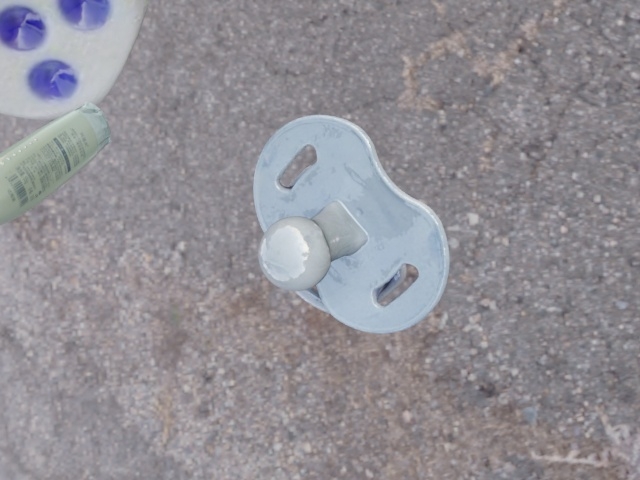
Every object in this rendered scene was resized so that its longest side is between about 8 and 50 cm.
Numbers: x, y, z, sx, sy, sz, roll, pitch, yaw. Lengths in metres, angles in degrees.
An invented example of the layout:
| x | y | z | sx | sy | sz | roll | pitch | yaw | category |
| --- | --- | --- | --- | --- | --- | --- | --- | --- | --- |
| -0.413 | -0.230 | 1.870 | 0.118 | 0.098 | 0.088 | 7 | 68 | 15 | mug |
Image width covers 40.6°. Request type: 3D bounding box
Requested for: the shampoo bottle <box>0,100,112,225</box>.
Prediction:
| x | y | z | sx | sy | sz | roll | pitch | yaw | category |
| --- | --- | --- | --- | --- | --- | --- | --- | --- | --- |
| -0.324 | -0.090 | 1.005 | 0.049 | 0.212 | 0.072 | -4 | 119 | 31 | shampoo bottle |

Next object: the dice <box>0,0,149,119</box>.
| x | y | z | sx | sy | sz | roll | pitch | yaw | category |
| --- | --- | --- | --- | --- | --- | --- | --- | --- | --- |
| -0.429 | -0.367 | 1.239 | 0.304 | 0.304 | 0.277 | -56 | 34 | 30 | dice |

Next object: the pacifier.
| x | y | z | sx | sy | sz | roll | pitch | yaw | category |
| --- | --- | --- | --- | --- | --- | --- | --- | --- | --- |
| 0.000 | 0.000 | 1.011 | 0.238 | 0.226 | 0.287 | -41 | 80 | 32 | pacifier |
